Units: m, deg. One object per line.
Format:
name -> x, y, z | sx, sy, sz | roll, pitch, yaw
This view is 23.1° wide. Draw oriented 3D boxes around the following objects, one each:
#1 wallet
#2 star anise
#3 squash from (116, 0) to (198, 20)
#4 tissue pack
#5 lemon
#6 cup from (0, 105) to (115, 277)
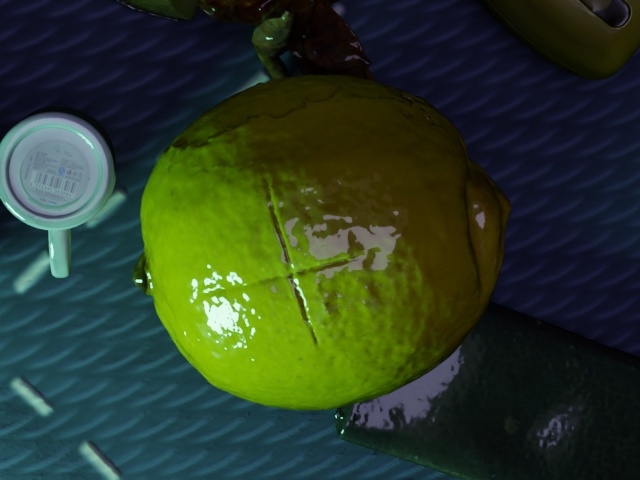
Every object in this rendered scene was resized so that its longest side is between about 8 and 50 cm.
wallet -> 0.183, 0.155, 1.474 | 0.321, 0.044, 0.170 | 21, 92, -15
star anise -> -0.034, -0.207, 1.350 | 0.111, 0.196, 0.212 | -24, 86, 20
squash -> -0.154, -0.304, 1.347 | 0.184, 0.085, 0.192 | 23, 89, -13
tissue pack -> 0.221, -0.230, 1.406 | 0.178, 0.127, 0.123 | 38, 89, -11
lemon -> 0.000, -0.001, 1.303 | 0.297, 0.297, 0.297 | -1, 95, -11
cup -> -0.215, -0.048, 1.332 | 0.099, 0.133, 0.136 | -30, 99, -4
